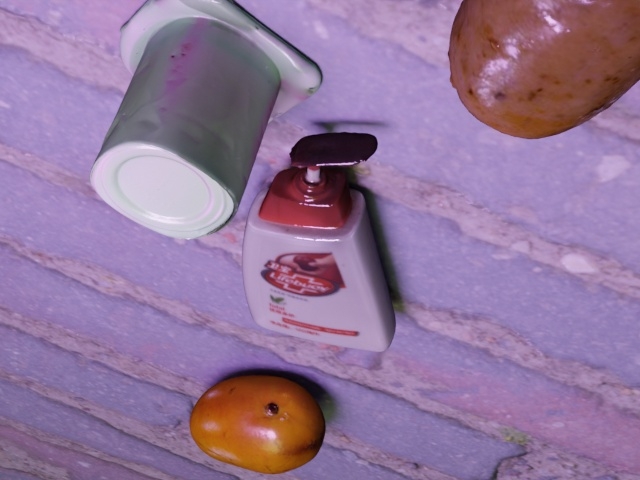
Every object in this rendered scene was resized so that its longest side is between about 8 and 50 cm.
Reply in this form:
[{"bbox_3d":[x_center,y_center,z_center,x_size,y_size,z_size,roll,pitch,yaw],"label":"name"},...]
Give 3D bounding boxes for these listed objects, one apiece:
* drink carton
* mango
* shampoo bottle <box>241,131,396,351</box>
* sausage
[{"bbox_3d":[-0.104,-0.089,0.851,0.146,0.142,0.144,32,145,-25],"label":"drink carton"},{"bbox_3d":[-0.086,0.230,1.340,0.145,0.112,0.219,31,149,-26],"label":"mango"},{"bbox_3d":[0.000,0.000,0.996,0.153,0.071,0.284,13,148,9],"label":"shampoo bottle"},{"bbox_3d":[0.221,-0.199,0.547,0.136,0.123,0.501,43,143,-6],"label":"sausage"}]
